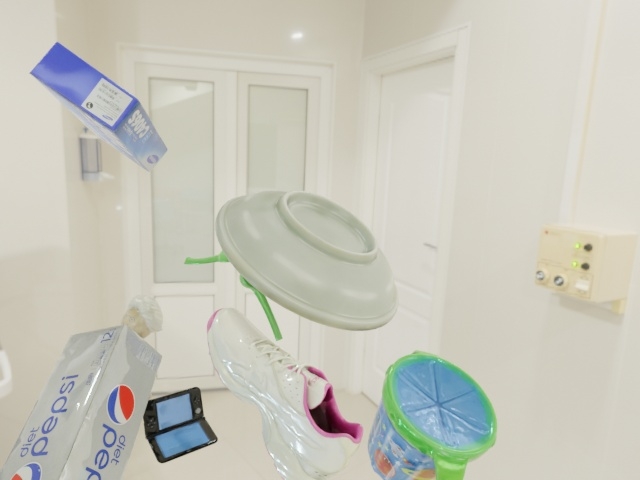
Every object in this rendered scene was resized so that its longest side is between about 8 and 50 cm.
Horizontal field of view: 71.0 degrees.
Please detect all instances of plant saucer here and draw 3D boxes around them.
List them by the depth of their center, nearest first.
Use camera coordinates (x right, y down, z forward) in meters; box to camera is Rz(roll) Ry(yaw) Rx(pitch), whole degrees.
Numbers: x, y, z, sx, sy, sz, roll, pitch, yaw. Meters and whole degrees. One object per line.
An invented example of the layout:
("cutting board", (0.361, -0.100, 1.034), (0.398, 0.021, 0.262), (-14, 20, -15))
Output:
("plant saucer", (0.000, 0.000, 0.882), (0.400, 0.100, 0.400), (26, 25, -13))

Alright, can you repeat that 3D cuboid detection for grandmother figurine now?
("grandmother figurine", (-0.433, 0.276, 0.938), (0.207, 0.342, 0.104), (19, -20, 11))

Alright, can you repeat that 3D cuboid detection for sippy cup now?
("sippy cup", (0.209, 0.398, 0.942), (0.240, 0.224, 0.305), (36, 37, 23))

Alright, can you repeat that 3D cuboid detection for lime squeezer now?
("lime squeezer", (-0.180, 0.083, 0.963), (0.310, 0.110, 0.059), (34, 4, 25))

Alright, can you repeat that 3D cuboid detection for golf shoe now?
("golf shoe", (-0.054, 0.210, 0.676), (0.306, 0.140, 0.115), (51, 26, 15))

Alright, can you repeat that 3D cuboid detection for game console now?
("game console", (-0.277, 0.359, 0.888), (0.122, 0.107, 0.071), (-5, -7, -40))

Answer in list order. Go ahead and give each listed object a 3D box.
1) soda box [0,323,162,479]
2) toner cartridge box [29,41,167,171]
("soda box", (-0.291, 0.247, 0.531), (0.098, 0.091, 0.286), (-13, 43, 17))
("toner cartridge box", (-0.424, -0.247, 0.914), (0.165, 0.075, 0.348), (37, -9, -7))
